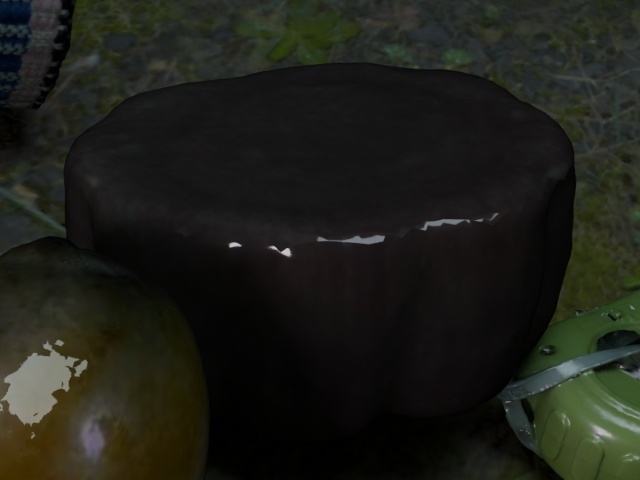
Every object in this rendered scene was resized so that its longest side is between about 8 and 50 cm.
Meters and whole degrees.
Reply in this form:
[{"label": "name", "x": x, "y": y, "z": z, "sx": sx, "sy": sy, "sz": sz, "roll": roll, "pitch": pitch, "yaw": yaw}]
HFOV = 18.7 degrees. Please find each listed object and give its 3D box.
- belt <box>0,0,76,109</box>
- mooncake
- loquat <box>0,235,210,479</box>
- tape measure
[{"label": "belt", "x": -0.277, "y": -0.218, "z": 1.366, "sx": 0.160, "sy": 0.207, "sz": 0.295, "roll": 1, "pitch": 40, "yaw": -23}, {"label": "mooncake", "x": 0.000, "y": 0.000, "z": 1.174, "sx": 0.306, "sy": 0.154, "sz": 0.306, "roll": 0, "pitch": 28, "yaw": 0}, {"label": "loquat", "x": -0.144, "y": 0.106, "z": 0.988, "sx": 0.179, "sy": 0.179, "sz": 0.227, "roll": 22, "pitch": 56, "yaw": 9}, {"label": "tape measure", "x": 0.201, "y": 0.101, "z": 1.215, "sx": 0.177, "sy": 0.087, "sz": 0.154, "roll": -17, "pitch": 47, "yaw": -35}]
